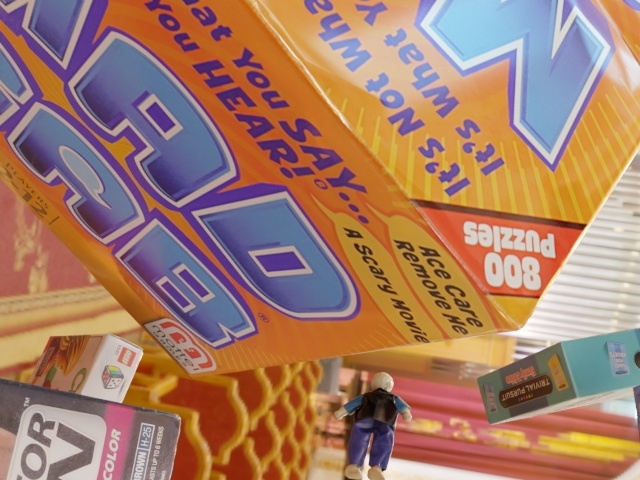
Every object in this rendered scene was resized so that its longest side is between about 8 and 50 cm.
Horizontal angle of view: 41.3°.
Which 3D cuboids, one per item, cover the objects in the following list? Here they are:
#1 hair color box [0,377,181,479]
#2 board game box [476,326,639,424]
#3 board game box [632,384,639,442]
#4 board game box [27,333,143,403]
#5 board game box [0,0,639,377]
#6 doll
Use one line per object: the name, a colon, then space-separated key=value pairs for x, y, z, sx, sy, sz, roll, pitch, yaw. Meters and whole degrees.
hair color box: x=-0.267 y=0.162 z=0.526 sx=0.347 sy=0.105 sz=0.173 roll=23 pitch=71 yaw=-42
board game box: x=0.438 y=0.187 z=1.237 sx=0.254 sy=0.336 sz=0.079 roll=128 pitch=-48 yaw=-65
board game box: x=0.375 y=0.279 z=0.838 sx=0.165 sy=0.042 sz=0.243 roll=46 pitch=36 yaw=-27
board game box: x=-0.316 y=0.252 z=0.951 sx=0.193 sy=0.053 sz=0.305 roll=-11 pitch=-127 yaw=53
board game box: x=-0.018 y=-0.169 z=0.558 sx=0.356 sy=0.356 sz=0.356 roll=-48 pitch=-165 yaw=-30
doll: x=0.083 y=0.293 z=1.378 sx=0.046 sy=0.129 sz=0.189 roll=72 pitch=27 yaw=-45
